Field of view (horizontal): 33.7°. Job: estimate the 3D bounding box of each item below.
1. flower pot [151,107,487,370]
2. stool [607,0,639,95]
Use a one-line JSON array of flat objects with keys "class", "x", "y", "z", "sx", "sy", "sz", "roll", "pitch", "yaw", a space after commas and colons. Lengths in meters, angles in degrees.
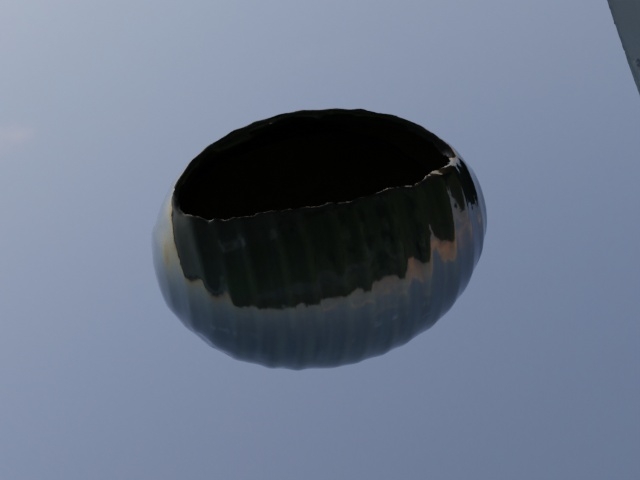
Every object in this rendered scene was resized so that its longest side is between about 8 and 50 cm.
[{"class": "flower pot", "x": 0.000, "y": 0.000, "z": 0.766, "sx": 0.243, "sy": 0.157, "sz": 0.189, "roll": -8, "pitch": -139, "yaw": -13}, {"class": "stool", "x": 0.393, "y": -0.256, "z": 0.924, "sx": 0.244, "sy": 0.269, "sz": 0.170, "roll": -38, "pitch": -151, "yaw": -14}]
